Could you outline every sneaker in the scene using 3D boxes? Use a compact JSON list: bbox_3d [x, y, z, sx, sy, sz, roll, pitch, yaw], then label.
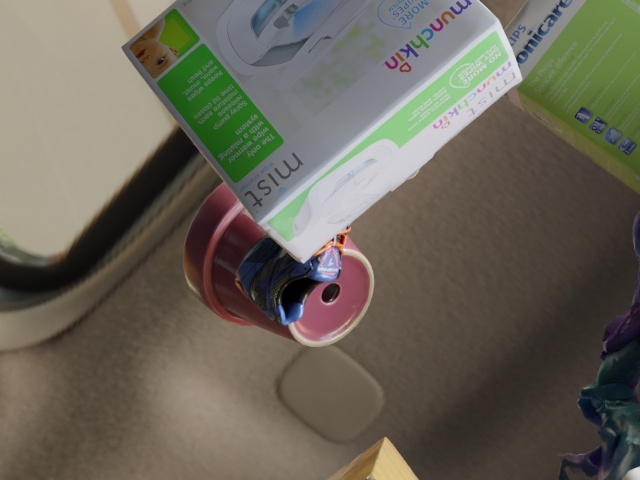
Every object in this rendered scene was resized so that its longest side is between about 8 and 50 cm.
[{"bbox_3d":[0.000,0.000,1.303,0.221,0.083,0.087,-56,-130,29],"label":"sneaker"}]

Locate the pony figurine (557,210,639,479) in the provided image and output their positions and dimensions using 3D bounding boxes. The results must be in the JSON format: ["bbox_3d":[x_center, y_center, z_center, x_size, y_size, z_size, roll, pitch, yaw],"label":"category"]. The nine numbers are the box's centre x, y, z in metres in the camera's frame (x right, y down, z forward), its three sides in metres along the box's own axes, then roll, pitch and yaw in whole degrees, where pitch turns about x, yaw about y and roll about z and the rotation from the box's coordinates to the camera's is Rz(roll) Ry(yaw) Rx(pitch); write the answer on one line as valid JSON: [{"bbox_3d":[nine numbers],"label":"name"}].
[{"bbox_3d":[0.258,0.129,0.641,0.303,0.351,0.363,-18,-129,35],"label":"pony figurine"}]

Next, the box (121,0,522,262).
[{"bbox_3d":[0.002,-0.154,1.125,0.262,0.127,0.231,-39,-116,3],"label":"box"}]

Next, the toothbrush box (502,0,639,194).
[{"bbox_3d":[0.371,-0.203,1.535,0.283,0.122,0.206,38,-89,15],"label":"toothbrush box"}]

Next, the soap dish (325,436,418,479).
[{"bbox_3d":[0.048,0.353,1.092,0.229,0.118,0.291,-37,-104,1],"label":"soap dish"}]

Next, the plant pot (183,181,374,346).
[{"bbox_3d":[-0.039,0.033,1.541,0.180,0.201,0.201,35,-87,46],"label":"plant pot"}]
